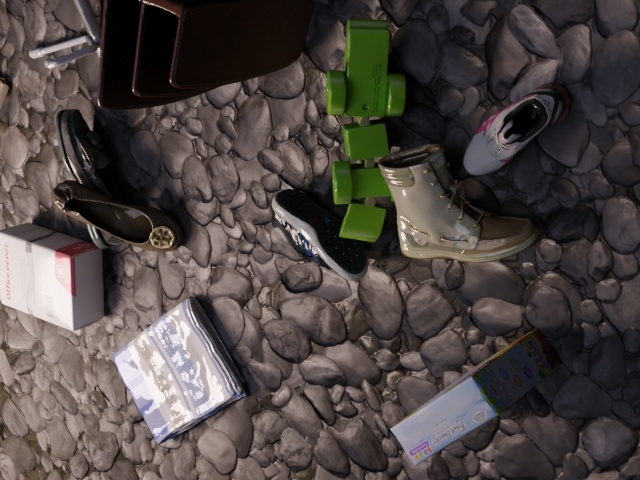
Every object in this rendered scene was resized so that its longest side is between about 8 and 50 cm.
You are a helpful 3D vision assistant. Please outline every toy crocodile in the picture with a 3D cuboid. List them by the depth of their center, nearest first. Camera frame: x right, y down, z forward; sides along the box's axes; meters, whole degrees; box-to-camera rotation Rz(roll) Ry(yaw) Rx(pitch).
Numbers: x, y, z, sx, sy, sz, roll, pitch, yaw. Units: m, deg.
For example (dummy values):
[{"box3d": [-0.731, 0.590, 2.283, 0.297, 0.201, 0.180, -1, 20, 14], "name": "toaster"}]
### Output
[{"box3d": [0.067, -0.160, 1.674, 0.115, 0.105, 0.341, -4, 105, -5], "name": "toy crocodile"}]

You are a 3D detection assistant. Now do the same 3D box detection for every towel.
[{"box3d": [-0.271, 0.248, 2.099, 0.285, 0.034, 0.209, -35, 81, 39], "name": "towel"}]

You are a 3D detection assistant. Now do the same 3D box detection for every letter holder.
[{"box3d": [-0.172, -0.285, 1.680, 0.152, 0.301, 0.215, 26, 119, 28], "name": "letter holder"}]

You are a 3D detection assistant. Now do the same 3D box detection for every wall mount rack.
[{"box3d": [-0.487, -0.430, 1.967, 0.350, 0.130, 0.304, 69, 169, -20], "name": "wall mount rack"}]

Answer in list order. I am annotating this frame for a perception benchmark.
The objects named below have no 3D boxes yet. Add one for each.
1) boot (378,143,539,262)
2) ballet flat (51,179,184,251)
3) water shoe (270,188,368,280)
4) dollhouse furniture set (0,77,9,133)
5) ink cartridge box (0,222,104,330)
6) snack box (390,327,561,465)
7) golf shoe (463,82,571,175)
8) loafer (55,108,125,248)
[{"box3d": [0.193, -0.056, 1.587, 0.213, 0.077, 0.165, -1, 121, 32], "name": "boot"}, {"box3d": [-0.366, -0.040, 2.006, 0.249, 0.058, 0.084, 24, 109, -1], "name": "ballet flat"}, {"box3d": [0.000, 0.000, 1.803, 0.203, 0.073, 0.080, 46, 148, 22], "name": "water shoe"}, {"box3d": [-0.654, -0.257, 2.237, 0.076, 0.058, 0.152, 31, 102, 35], "name": "dollhouse furniture set"}, {"box3d": [-0.532, 0.069, 2.202, 0.217, 0.092, 0.159, 15, 113, 31], "name": "ink cartridge box"}, {"box3d": [0.223, 0.222, 1.601, 0.174, 0.207, 0.070, -41, 78, 39], "name": "snack box"}, {"box3d": [0.255, -0.149, 1.539, 0.067, 0.086, 0.186, 54, 130, 8], "name": "golf shoe"}, {"box3d": [-0.404, -0.120, 2.061, 0.084, 0.096, 0.268, -11, 105, 19], "name": "loafer"}]
